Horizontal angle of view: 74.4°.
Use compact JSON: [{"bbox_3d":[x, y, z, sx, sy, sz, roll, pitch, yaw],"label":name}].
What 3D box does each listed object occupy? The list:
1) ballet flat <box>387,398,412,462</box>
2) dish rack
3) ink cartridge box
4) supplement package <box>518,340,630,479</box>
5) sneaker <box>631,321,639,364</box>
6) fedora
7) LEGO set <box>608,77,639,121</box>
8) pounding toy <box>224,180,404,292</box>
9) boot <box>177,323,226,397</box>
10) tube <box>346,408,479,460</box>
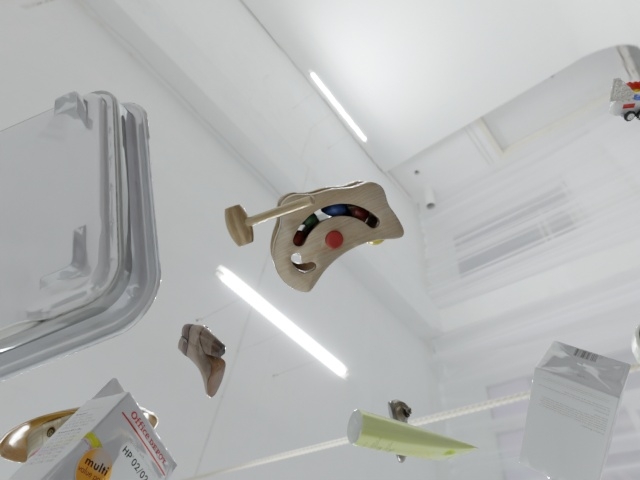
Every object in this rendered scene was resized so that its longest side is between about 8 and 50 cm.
[{"bbox_3d":[0.224,0.524,1.158,0.084,0.058,0.249,-110,8,-59],"label":"ballet flat"},{"bbox_3d":[-0.325,-0.026,0.456,0.072,0.286,0.332,64,-174,-59],"label":"dish rack"},{"bbox_3d":[-0.209,0.222,0.399,0.104,0.062,0.181,66,-159,-16],"label":"ink cartridge box"},{"bbox_3d":[0.633,0.439,1.061,0.175,0.178,0.292,-19,-64,-46],"label":"supplement package"},{"bbox_3d":[0.520,0.189,0.436,0.350,0.131,0.148,45,162,37],"label":"sneaker"},{"bbox_3d":[-0.313,0.284,0.554,0.194,0.194,0.079,26,-146,-45],"label":"fedora"},{"bbox_3d":[0.473,-0.179,0.505,0.244,0.183,0.060,-35,-48,-33],"label":"LEGO set"},{"bbox_3d":[0.000,0.000,0.648,0.155,0.270,0.154,-139,39,-76],"label":"pounding toy"},{"bbox_3d":[-0.208,0.202,0.727,0.042,0.087,0.118,-14,-59,-66],"label":"boot"},{"bbox_3d":[0.168,0.373,0.783,0.240,0.070,0.062,21,-93,-15],"label":"tube"}]
